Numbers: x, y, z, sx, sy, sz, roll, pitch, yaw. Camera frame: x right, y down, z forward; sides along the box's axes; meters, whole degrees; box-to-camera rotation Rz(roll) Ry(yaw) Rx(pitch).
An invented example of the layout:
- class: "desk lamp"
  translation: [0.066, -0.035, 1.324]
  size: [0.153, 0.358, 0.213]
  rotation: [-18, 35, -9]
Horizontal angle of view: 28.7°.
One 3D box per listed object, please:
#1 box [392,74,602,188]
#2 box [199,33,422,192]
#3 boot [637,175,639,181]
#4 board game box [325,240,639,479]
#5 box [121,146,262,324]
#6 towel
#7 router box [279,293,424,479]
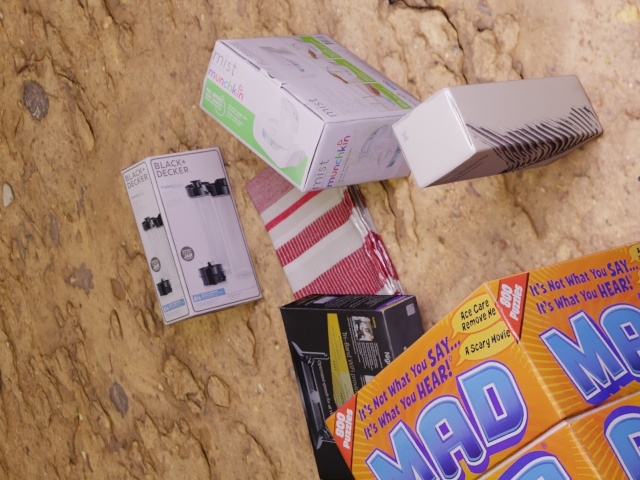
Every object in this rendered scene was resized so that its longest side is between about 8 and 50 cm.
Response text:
- class: "box"
  translation: [0.231, -0.143, 1.609]
  size: [0.113, 0.275, 0.094]
  rotation: [-35, 74, 46]
- class: "box"
  translation: [-0.008, -0.201, 1.890]
  size: [0.262, 0.231, 0.126]
  rotation: [40, 126, 33]
- class: "boot"
  translation: [0.506, 0.000, 1.497]
  size: [0.229, 0.091, 0.262]
  rotation: [-37, 64, 48]
- class: "board game box"
  translation: [0.301, 0.259, 1.569]
  size: [0.356, 0.357, 0.356]
  rotation: [-47, 65, 42]
- class: "box"
  translation: [-0.228, -0.011, 2.221]
  size: [0.087, 0.169, 0.289]
  rotation: [-22, 82, 48]
- class: "towel"
  translation: [0.000, 0.000, 2.075]
  size: [0.237, 0.037, 0.329]
  rotation: [-38, 72, 46]
- class: "router box"
  translation: [0.072, 0.240, 1.996]
  size: [0.243, 0.081, 0.308]
  rotation: [-1, 105, 48]
